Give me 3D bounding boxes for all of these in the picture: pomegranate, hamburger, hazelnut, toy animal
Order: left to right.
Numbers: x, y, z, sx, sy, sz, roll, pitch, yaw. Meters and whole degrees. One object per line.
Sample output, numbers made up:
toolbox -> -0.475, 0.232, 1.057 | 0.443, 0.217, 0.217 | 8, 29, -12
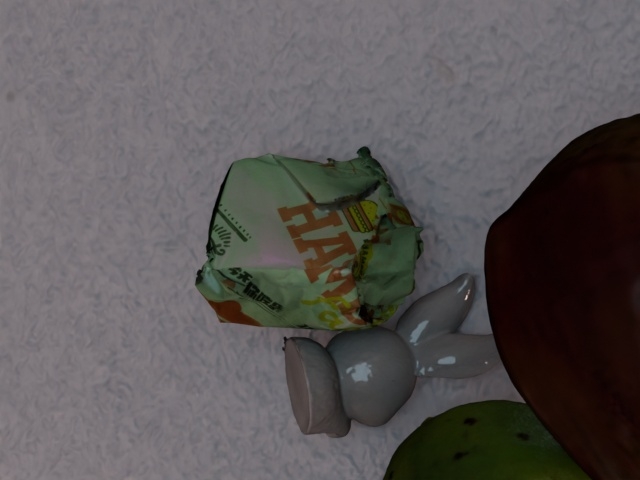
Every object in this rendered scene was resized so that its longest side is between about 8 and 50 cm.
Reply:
hamburger -> 0.001, -0.003, 1.869 | 0.214, 0.235, 0.125 | 5, 130, 12
toy animal -> 0.074, 0.125, 1.888 | 0.221, 0.130, 0.103 | -14, 53, -15
pomegranate -> 0.208, 0.283, 1.770 | 0.341, 0.260, 0.260 | 6, 89, 10
hazelnut -> 0.347, 0.072, 1.652 | 0.353, 0.421, 0.420 | -27, 82, 17
